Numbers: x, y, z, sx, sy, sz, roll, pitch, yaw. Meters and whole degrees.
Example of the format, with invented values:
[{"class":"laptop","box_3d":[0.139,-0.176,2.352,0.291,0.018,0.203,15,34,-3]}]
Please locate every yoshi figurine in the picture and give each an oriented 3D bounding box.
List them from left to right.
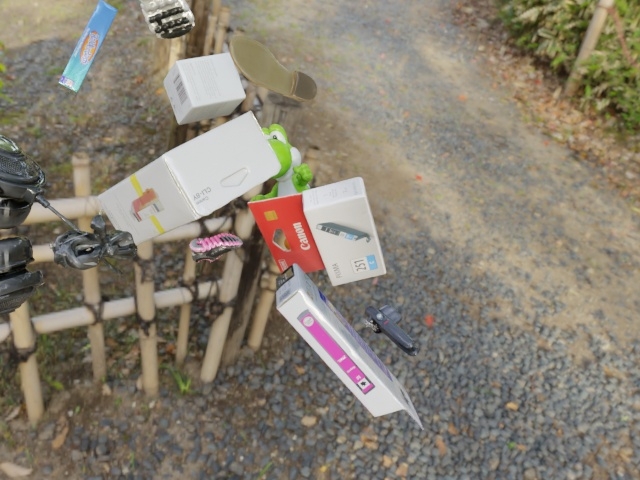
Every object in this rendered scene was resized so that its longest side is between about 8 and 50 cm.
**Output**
[{"class":"yoshi figurine","box_3d":[-0.100,-0.149,1.856,0.203,0.362,0.203,-27,13,-19]}]

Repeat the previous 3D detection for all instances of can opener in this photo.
[{"class":"can opener","box_3d":[0.148,0.183,1.355,0.059,0.073,0.186,47,-1,-27]}]

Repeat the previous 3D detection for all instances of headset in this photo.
[{"class":"headset","box_3d":[-0.406,-0.013,0.749,0.394,0.243,0.185,7,9,10]}]

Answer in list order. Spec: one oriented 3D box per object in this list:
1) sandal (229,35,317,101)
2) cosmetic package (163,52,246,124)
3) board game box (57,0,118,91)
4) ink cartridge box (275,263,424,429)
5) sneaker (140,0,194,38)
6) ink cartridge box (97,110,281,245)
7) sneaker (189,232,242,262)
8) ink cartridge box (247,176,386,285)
[{"class":"sandal","box_3d":[-0.122,-0.366,1.436,0.240,0.088,0.079,20,-13,-38]},{"class":"cosmetic package","box_3d":[-0.355,-0.463,1.980,0.183,0.151,0.151,-18,87,-31]},{"class":"board game box","box_3d":[-0.548,-0.446,1.517,0.047,0.210,0.160,27,-2,-24]},{"class":"ink cartridge box","box_3d":[0.052,0.215,1.257,0.371,0.069,0.176,47,5,-13]},{"class":"sneaker","box_3d":[-0.320,-0.516,1.213,0.110,0.292,0.118,-14,65,-5]},{"class":"ink cartridge box","box_3d":[-0.321,-0.141,1.563,0.279,0.160,0.384,-37,14,-38]},{"class":"sneaker","box_3d":[-0.230,0.020,1.423,0.119,0.057,0.047,-9,36,-26]},{"class":"ink cartridge box","box_3d":[0.000,0.000,1.496,0.261,0.296,0.066,-13,50,7]}]
